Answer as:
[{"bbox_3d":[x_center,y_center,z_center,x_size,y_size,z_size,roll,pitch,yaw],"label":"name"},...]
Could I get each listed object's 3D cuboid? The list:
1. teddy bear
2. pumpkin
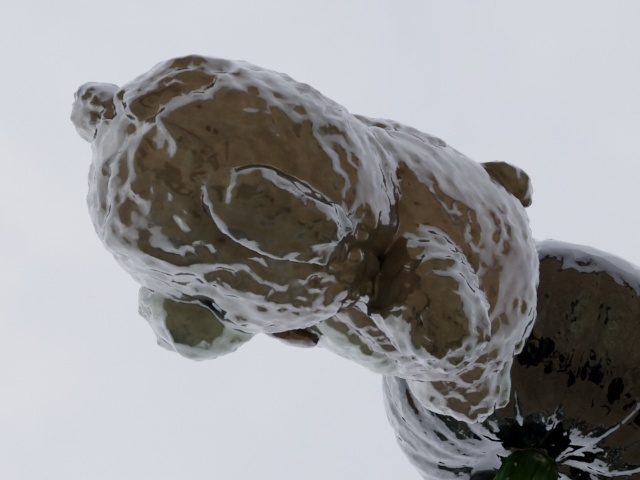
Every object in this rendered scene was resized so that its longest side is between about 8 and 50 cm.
[{"bbox_3d":[0.001,-0.001,0.763,0.236,0.267,0.151,28,-78,44],"label":"teddy bear"},{"bbox_3d":[0.156,0.131,1.043,0.248,0.248,0.248,1,-104,-5],"label":"pumpkin"}]
